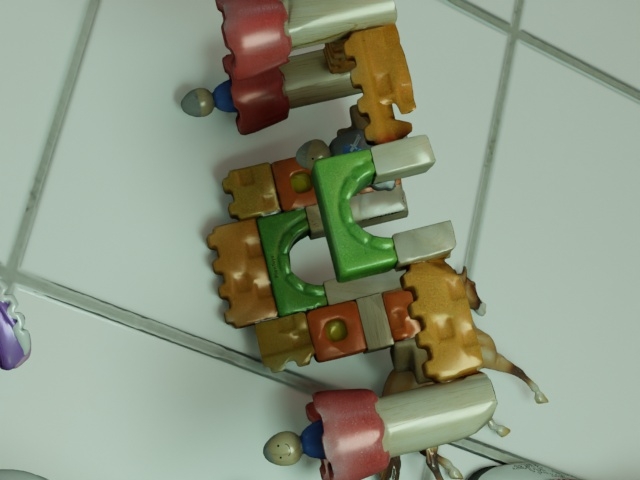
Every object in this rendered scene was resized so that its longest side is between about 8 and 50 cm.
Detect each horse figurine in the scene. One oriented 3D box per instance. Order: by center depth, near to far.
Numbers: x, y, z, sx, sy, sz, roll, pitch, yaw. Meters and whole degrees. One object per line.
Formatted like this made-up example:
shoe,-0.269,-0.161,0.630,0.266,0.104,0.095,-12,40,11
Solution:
horse figurine,0.132,0.165,1.641,0.263,0.066,0.174,-41,102,-32

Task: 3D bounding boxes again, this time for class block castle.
block castle,0.000,0.000,1.456,0.213,0.303,0.453,-13,82,-4

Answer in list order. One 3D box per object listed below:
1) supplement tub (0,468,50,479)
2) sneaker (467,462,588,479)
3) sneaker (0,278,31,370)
supplement tub,-0.214,0.327,1.222,0.331,0.241,0.241,35,62,-33
sneaker,0.298,0.291,1.660,0.270,0.145,0.090,18,70,-26
sneaker,-0.359,0.035,1.374,0.104,0.095,0.236,-44,97,-24
